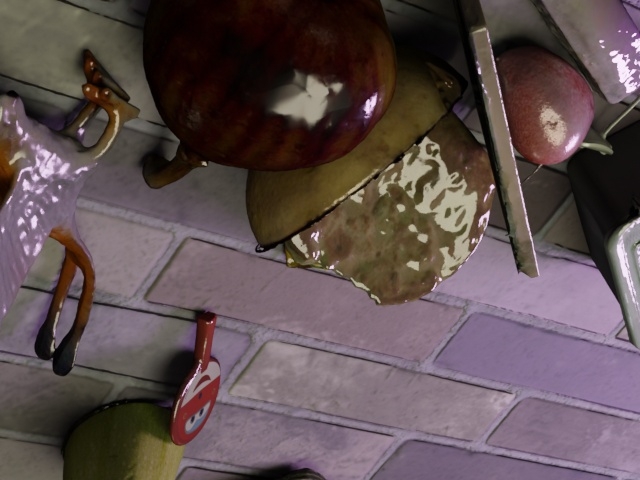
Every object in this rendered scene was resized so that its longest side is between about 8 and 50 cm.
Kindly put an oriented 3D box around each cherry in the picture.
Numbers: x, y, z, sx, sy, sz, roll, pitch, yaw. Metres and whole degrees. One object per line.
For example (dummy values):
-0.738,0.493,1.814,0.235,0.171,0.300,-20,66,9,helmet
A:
0.220,-0.129,1.635,0.087,0.106,0.126,-8,145,20,cherry

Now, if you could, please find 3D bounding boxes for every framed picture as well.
0.142,-0.146,1.486,0.024,0.232,0.315,-13,138,5,framed picture

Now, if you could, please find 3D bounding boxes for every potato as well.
0.024,-0.109,1.508,0.261,0.120,0.100,-41,101,-17,potato

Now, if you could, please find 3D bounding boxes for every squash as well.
-0.218,0.267,1.705,0.137,0.287,0.137,1,113,3,squash

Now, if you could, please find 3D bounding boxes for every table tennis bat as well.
-0.128,0.145,1.754,0.098,0.019,0.155,-36,142,-56,table tennis bat

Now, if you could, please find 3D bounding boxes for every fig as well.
-0.069,-0.125,1.450,0.217,0.217,0.321,0,151,-28,fig

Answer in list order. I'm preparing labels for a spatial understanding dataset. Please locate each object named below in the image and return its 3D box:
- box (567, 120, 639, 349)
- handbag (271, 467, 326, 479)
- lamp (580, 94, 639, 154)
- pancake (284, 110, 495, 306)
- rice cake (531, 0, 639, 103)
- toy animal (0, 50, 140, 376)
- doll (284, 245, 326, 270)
0.363,-0.013,1.805,0.163,0.135,0.243,-29,137,-1,box
-0.046,0.462,1.976,0.247,0.240,0.341,-18,138,-5,handbag
0.332,-0.166,1.699,0.056,0.050,0.198,23,118,-39,lamp
0.061,-0.048,1.616,0.236,0.042,0.222,7,95,-26,pancake
0.218,-0.252,1.544,0.070,0.064,0.399,-40,137,4,rice cake
-0.240,-0.013,1.495,0.302,0.225,0.284,-54,152,10,toy animal
0.000,-0.011,1.682,0.078,0.077,0.113,0,167,7,doll
